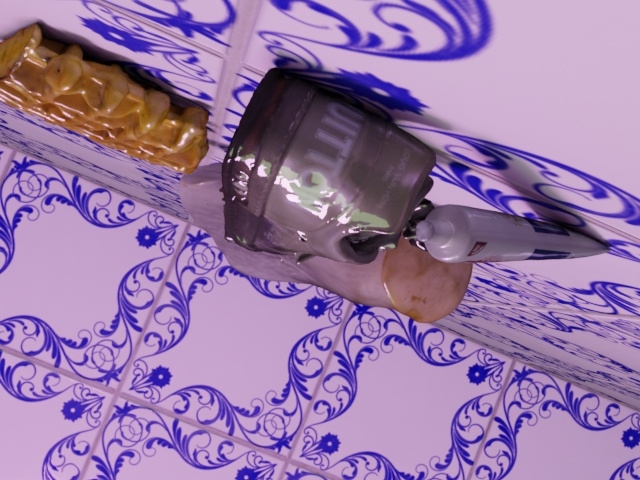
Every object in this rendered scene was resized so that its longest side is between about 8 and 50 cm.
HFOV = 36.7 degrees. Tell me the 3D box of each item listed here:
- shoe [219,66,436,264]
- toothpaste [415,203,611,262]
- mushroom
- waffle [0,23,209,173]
[{"bbox_3d":[0.014,-0.023,0.714,0.149,0.109,0.293,28,171,6],"label":"shoe"},{"bbox_3d":[0.135,-0.001,0.679,0.060,0.038,0.233,7,-178,39],"label":"toothpaste"},{"bbox_3d":[0.000,0.000,0.984,0.159,0.122,0.329,15,-179,-44],"label":"mushroom"},{"bbox_3d":[-0.191,-0.121,0.898,0.219,0.057,0.229,25,174,-29],"label":"waffle"}]
